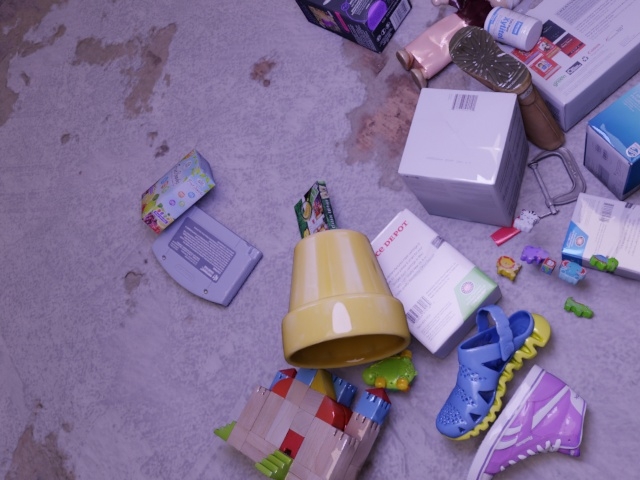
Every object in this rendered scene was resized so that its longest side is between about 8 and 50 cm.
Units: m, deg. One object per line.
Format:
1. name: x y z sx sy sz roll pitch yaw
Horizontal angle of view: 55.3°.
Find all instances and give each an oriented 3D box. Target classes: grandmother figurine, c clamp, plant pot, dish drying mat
1. grandmother figurine: 0.354 -0.535 1.522 0.342 0.104 0.208 -35 92 5
2. c clamp: 0.514 -0.133 1.367 0.137 0.022 0.161 -16 68 16
3. plant pot: 0.040 0.117 1.256 0.254 0.254 0.239 -16 64 17
4. dish drying mat: 0.426 -0.022 1.375 0.083 0.008 0.032 -35 63 8

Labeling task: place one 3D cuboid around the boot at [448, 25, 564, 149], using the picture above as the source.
1. boot: 0.406 -0.325 1.337 0.089 0.269 0.236 -42 54 15

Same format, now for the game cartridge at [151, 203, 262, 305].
1. game cartridge: -0.312 0.039 1.627 0.294 0.060 0.196 34 84 27

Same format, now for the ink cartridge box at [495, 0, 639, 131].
1. ink cartridge box: 0.577 -0.456 1.384 0.309 0.130 0.272 -40 61 5

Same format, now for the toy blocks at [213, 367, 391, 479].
1. toy blocks: -0.025 0.389 1.328 0.381 0.191 0.261 16 73 42

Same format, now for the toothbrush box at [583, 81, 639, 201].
1. toothbrush box: 0.690 -0.243 1.223 0.295 0.216 0.126 -38 64 8

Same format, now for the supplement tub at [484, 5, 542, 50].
1. supplement tub: 0.422 -0.466 1.343 0.107 0.071 0.071 34 88 32

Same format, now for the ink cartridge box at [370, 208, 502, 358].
1. ink cartridge box: 0.229 0.094 1.357 0.198 0.115 0.273 -47 63 2

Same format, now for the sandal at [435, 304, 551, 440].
1. sandal: 0.324 0.254 1.243 0.317 0.138 0.126 -55 19 -8

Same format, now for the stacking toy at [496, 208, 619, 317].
1. stacking toy: 0.478 0.048 1.251 0.221 0.167 0.052 30 54 24

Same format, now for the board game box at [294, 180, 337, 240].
1. board game box: 0.000 0.000 1.484 0.136 0.030 0.260 -47 52 52

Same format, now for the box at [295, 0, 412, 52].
1. box: 0.081 -0.646 1.633 0.270 0.143 0.165 35 89 27

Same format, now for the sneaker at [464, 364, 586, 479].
1. sneaker: 0.412 0.403 1.198 0.161 0.102 0.282 35 91 21

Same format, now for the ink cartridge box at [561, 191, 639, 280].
1. ink cartridge box: 0.610 -0.004 1.254 0.190 0.082 0.140 17 81 24

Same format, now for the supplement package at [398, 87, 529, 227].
1. supplement package: 0.319 -0.173 1.319 0.199 0.262 0.198 11 78 27

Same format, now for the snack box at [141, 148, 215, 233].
1. snack box: -0.390 -0.137 1.660 0.207 0.070 0.174 -39 30 5

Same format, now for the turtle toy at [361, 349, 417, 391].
1. turtle toy: 0.152 0.295 1.351 0.130 0.066 0.095 -3 48 22
